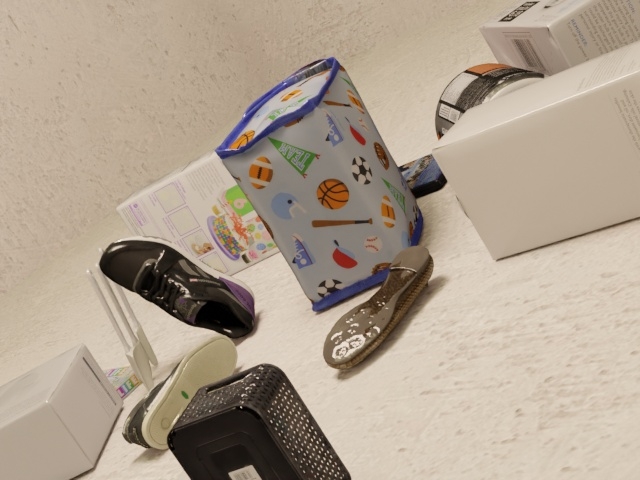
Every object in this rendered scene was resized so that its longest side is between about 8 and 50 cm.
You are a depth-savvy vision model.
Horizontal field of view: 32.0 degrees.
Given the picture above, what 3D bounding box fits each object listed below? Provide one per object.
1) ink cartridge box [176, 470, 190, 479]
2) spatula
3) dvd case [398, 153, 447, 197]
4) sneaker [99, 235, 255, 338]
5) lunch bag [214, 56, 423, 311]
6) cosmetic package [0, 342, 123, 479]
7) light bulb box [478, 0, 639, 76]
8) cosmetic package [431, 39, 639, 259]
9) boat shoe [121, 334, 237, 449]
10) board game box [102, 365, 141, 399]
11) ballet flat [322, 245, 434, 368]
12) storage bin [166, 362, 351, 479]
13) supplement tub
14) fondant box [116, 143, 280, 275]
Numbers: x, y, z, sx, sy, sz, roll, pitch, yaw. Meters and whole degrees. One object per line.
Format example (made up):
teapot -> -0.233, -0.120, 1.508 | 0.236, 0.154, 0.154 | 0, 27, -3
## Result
ink cartridge box -> -0.126, 0.307, 1.328 | 0.104, 0.060, 0.180 | -24, 17, 29
spatula -> -0.339, 0.137, 1.941 | 0.019, 0.242, 0.168 | -21, 15, 6
dvd case -> 0.159, -0.111, 2.190 | 0.253, 0.022, 0.180 | -20, 19, 36
sneaker -> -0.237, 0.081, 1.896 | 0.124, 0.283, 0.107 | -106, 39, -69
lunch bag -> 0.015, -0.116, 1.907 | 0.239, 0.328, 0.385 | -24, 18, 21
cosmetic package -> -0.470, 0.313, 1.831 | 0.224, 0.138, 0.224 | -28, 14, 12
light bulb box -> 0.522, -0.367, 1.911 | 0.361, 0.225, 0.358 | -33, 15, -4
cosmetic package -> 0.362, -0.128, 1.517 | 0.365, 0.197, 0.155 | -17, 20, 39
boat shoe -> -0.214, 0.227, 1.714 | 0.079, 0.084, 0.233 | -15, 25, 45
board game box -> -0.390, 0.271, 2.028 | 0.154, 0.026, 0.103 | -15, 21, 46
ballet flat -> 0.090, 0.103, 1.594 | 0.084, 0.058, 0.250 | 10, 44, 35
storage bin -> -0.063, 0.237, 1.196 | 0.122, 0.180, 0.084 | -24, 18, 27
supplement tub -> 0.300, -0.190, 1.835 | 0.193, 0.193, 0.316 | -31, 14, 1
fondant box -> -0.219, -0.051, 2.317 | 0.330, 0.238, 0.096 | -26, 15, 21
